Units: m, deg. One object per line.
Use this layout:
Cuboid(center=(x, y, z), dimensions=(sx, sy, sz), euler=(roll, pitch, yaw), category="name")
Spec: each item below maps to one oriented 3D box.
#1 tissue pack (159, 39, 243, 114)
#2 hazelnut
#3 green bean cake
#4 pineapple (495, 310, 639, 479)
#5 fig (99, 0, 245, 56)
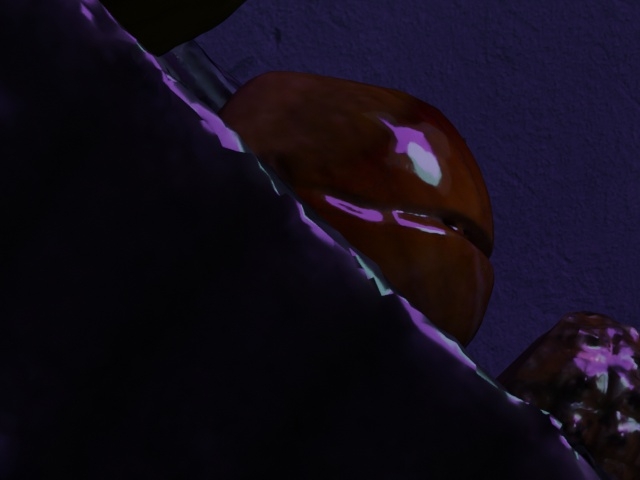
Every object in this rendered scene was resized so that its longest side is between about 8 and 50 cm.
Cuboid(center=(-0.176, -0.123, 1.277), dimensions=(0.394, 0.124, 0.288), euler=(37, 1, 38), category="tissue pack")
Cuboid(center=(0.000, 0.000, 1.031), dimensions=(0.182, 0.182, 0.182), euler=(37, 1, -1), category="hazelnut")
Cuboid(center=(-0.022, 0.026, 0.423), dimensions=(0.185, 0.094, 0.183), euler=(38, 0, -5), category="green bean cake")
Cuboid(center=(0.218, 0.183, 1.135), dimensions=(0.310, 0.141, 0.170), euler=(45, -3, 5), category="pineapple")
Cuboid(center=(-0.126, -0.194, 0.619), dimensions=(0.343, 0.343, 0.343), euler=(37, 1, -1), category="fig")
